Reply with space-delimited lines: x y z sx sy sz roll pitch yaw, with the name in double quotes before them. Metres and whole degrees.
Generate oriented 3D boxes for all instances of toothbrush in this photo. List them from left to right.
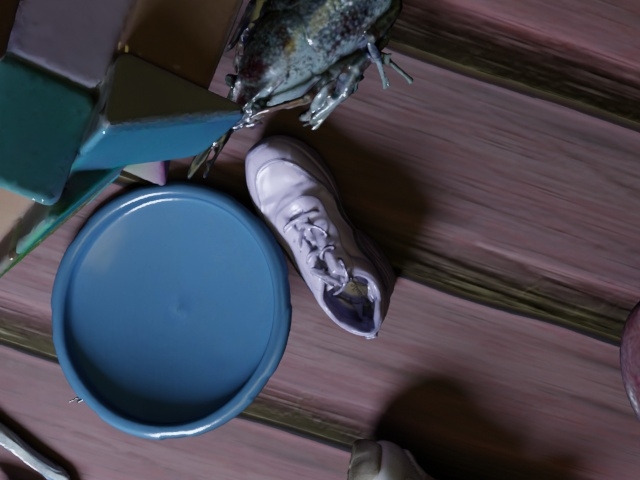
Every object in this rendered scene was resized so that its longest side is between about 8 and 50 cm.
"toothbrush" -0.363 0.271 1.405 0.413 0.035 0.042 42 87 -16

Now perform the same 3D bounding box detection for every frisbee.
"frisbee" -0.165 0.077 1.253 0.289 0.049 0.289 -2 82 17

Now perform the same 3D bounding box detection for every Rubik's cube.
"Rubik's cube" -0.284 -0.160 1.052 0.358 0.368 0.387 22 113 -26

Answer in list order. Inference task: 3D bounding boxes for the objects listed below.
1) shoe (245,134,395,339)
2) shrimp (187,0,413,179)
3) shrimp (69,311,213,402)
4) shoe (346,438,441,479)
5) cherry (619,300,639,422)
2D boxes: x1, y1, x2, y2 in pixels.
"shoe" 0.000 0.000 1.223 0.095 0.137 0.245 -34 109 10
"shrimp" 0.007 -0.193 1.132 0.172 0.137 0.372 38 109 4
"shrimp" -0.193 0.142 1.315 0.233 0.079 0.090 -28 70 8
"shoe" 0.153 0.368 1.356 0.198 0.172 0.351 -13 125 17
"cherry" 0.447 0.150 1.251 0.213 0.183 0.266 -39 110 12
